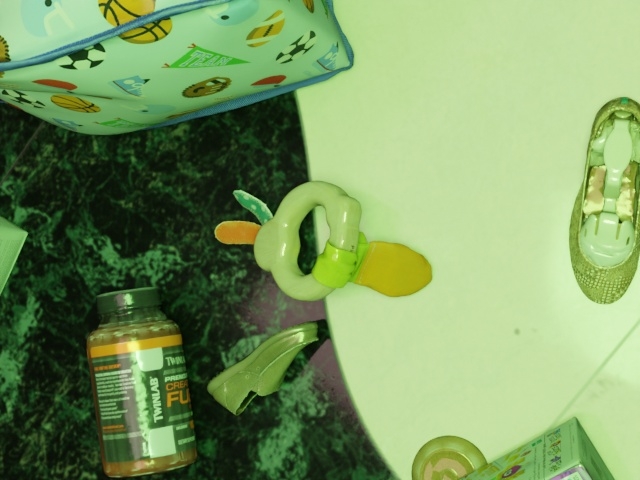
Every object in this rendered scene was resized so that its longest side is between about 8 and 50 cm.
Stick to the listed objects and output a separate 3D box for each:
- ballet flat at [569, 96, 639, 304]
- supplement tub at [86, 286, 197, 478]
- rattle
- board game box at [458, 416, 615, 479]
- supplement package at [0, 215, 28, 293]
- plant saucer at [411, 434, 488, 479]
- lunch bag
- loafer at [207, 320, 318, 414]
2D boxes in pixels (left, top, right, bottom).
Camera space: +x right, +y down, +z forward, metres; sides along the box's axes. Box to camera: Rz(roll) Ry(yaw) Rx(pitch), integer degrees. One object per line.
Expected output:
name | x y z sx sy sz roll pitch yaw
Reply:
ballet flat | 0.281 -0.040 1.065 0.073 0.067 0.206 4 90 16
supplement tub | -0.197 0.152 1.185 0.106 0.106 0.198 -10 87 16
rattle | 0.000 0.000 1.172 0.199 0.142 0.130 -1 96 53
board game box | 0.163 0.312 1.046 0.275 0.144 0.142 -32 90 14
supplement package | -0.515 0.020 1.263 0.262 0.145 0.204 28 97 15
plant saucer | 0.134 0.245 1.130 0.083 0.015 0.083 0 89 16
lunch bag | -0.208 -0.239 1.082 0.385 0.328 0.239 -18 79 17
loafer | -0.055 0.137 1.172 0.148 0.056 0.050 -37 80 23
